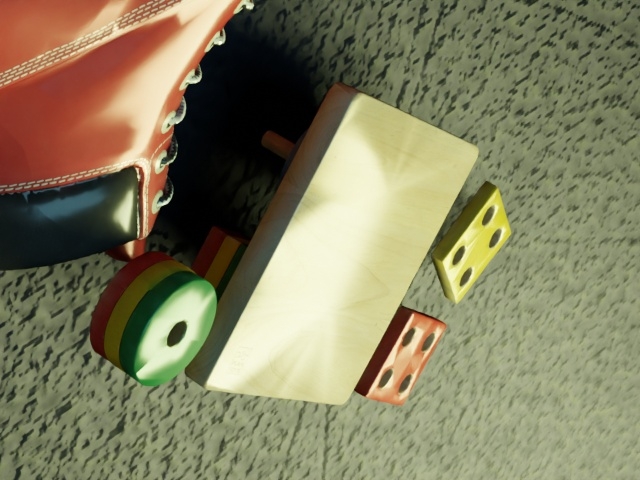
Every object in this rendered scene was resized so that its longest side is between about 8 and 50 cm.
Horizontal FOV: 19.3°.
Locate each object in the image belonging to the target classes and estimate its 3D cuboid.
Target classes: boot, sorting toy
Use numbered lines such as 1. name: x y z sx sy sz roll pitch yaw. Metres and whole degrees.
1. boot: -0.047 -0.090 0.703 0.244 0.088 0.176 -27 130 -19
2. sorting toy: 0.000 0.000 0.804 0.132 0.046 0.274 -62 153 6
